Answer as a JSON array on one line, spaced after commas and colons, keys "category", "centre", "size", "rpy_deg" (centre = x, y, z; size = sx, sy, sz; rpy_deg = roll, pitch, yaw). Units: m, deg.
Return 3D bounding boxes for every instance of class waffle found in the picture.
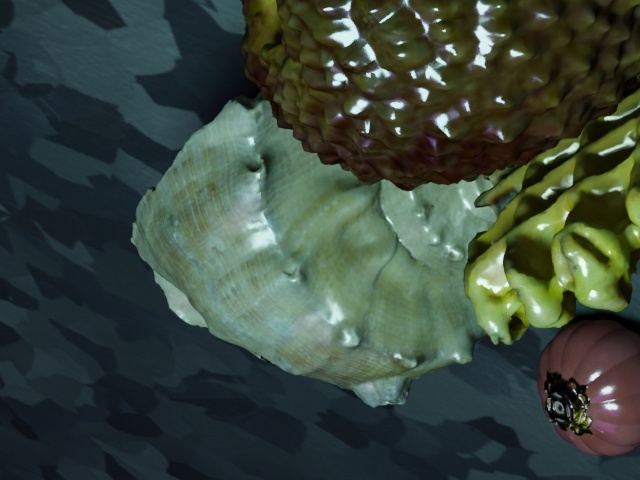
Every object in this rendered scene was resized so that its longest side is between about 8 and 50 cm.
[{"category": "waffle", "centre": [0.171, -0.051, 1.026], "size": [0.065, 0.283, 0.309], "rpy_deg": [48, 163, -10]}]

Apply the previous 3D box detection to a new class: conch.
[{"category": "conch", "centre": [0.002, 0.007, 1.254], "size": [0.263, 0.186, 0.324], "rpy_deg": [31, 129, -34]}]

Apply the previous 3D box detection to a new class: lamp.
[{"category": "lamp", "centre": [0.215, 0.113, 1.407], "size": [0.107, 0.092, 0.108], "rpy_deg": [29, 129, 42]}]

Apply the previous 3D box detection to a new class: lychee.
[{"category": "lychee", "centre": [0.082, -0.157, 0.983], "size": [0.267, 0.267, 0.267], "rpy_deg": [19, 147, 13]}]
